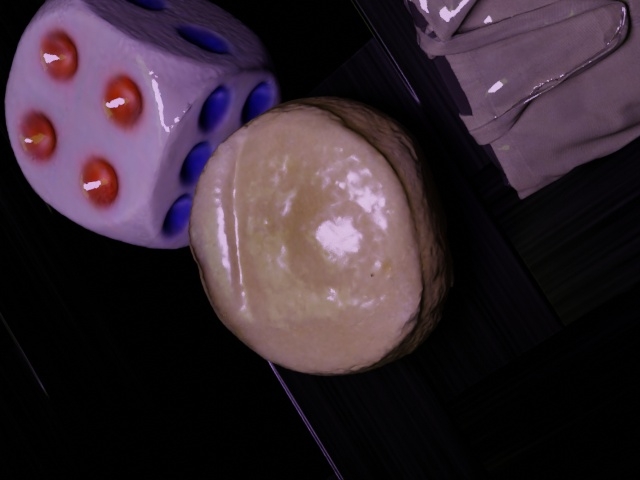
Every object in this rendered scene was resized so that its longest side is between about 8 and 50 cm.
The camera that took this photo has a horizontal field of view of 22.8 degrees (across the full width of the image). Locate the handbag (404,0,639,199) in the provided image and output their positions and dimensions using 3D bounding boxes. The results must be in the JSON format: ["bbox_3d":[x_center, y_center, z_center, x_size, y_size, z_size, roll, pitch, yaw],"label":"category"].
[{"bbox_3d":[0.227,-0.215,1.552,0.253,0.109,0.316,-30,113,9],"label":"handbag"}]

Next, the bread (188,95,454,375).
[{"bbox_3d":[0.004,-0.003,1.805,0.320,0.237,0.321,5,106,19],"label":"bread"}]

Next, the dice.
[{"bbox_3d":[-0.210,-0.155,1.903,0.251,0.243,0.259,34,119,23],"label":"dice"}]
